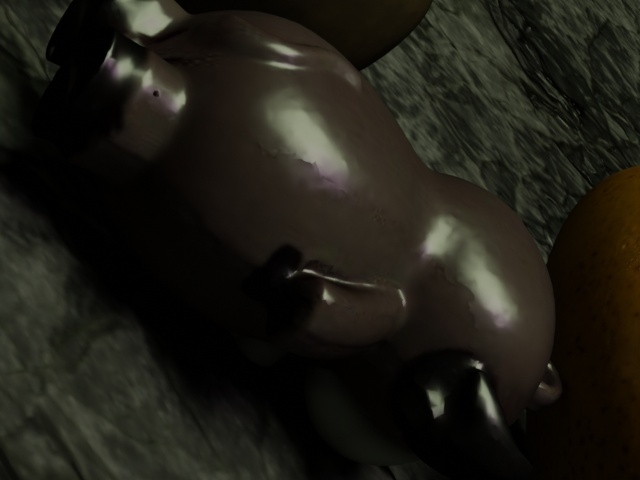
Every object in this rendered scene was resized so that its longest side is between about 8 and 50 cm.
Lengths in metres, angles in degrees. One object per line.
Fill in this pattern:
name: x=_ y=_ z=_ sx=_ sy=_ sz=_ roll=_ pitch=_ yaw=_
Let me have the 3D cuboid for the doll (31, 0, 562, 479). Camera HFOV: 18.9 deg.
doll: x=0.000 y=-0.002 z=0.773 sx=0.257 sy=0.117 sz=0.182 roll=42 pitch=26 yaw=-26

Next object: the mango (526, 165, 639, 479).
mango: x=0.170 y=0.080 z=0.867 sx=0.191 sy=0.160 sz=0.290 roll=86 pitch=-3 yaw=-54

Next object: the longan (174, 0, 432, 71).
longan: x=-0.013 y=-0.167 z=0.911 sx=0.167 sy=0.187 sz=0.167 roll=24 pitch=9 yaw=-4
